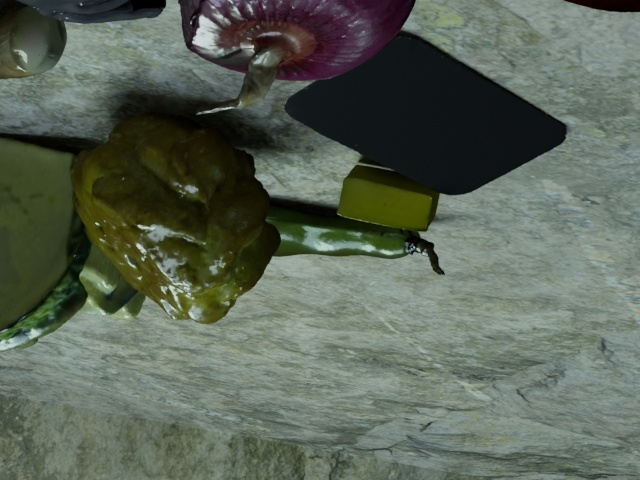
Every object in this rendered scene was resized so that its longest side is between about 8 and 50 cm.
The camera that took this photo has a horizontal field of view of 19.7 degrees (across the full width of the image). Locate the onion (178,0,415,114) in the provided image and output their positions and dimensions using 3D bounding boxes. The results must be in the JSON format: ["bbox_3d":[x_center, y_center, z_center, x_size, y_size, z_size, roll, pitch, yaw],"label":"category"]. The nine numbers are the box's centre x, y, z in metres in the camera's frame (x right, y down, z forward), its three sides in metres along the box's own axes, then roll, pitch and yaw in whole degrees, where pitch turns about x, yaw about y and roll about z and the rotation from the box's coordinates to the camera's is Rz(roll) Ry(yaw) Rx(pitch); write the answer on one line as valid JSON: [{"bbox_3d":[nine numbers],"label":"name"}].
[{"bbox_3d":[-0.012,-0.207,1.363,0.200,0.200,0.207,11,131,6],"label":"onion"}]

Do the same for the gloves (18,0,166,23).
[{"bbox_3d":[-0.229,-0.249,1.471,0.285,0.119,0.142,23,180,-40],"label":"gloves"}]

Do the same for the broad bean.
[{"bbox_3d":[0.001,-0.008,2.154,0.325,0.067,0.075,4,-169,21],"label":"broad bean"}]

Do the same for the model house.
[{"bbox_3d":[-0.362,0.034,2.211,0.321,0.261,0.266,10,166,26],"label":"model house"}]

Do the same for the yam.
[{"bbox_3d":[-0.386,-0.182,1.839,0.356,0.081,0.081,-3,157,42],"label":"yam"}]

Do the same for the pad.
[{"bbox_3d":[0.048,-0.106,1.806,0.250,0.055,0.323,25,159,-37],"label":"pad"}]

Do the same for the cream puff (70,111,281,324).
[{"bbox_3d":[-0.154,-0.027,1.967,0.244,0.196,0.244,50,-172,-9],"label":"cream puff"}]

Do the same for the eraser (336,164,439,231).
[{"bbox_3d":[0.072,-0.045,1.919,0.097,0.045,0.122,13,-171,6],"label":"eraser"}]

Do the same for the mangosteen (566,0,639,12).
[{"bbox_3d":[0.188,-0.256,1.045,0.235,0.235,0.261,9,-154,11],"label":"mangosteen"}]
